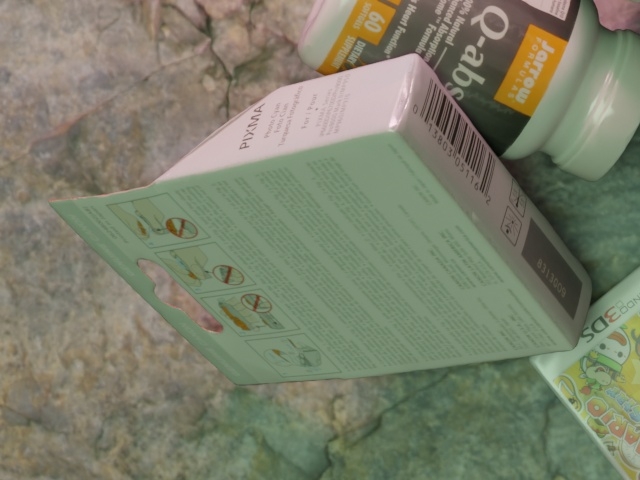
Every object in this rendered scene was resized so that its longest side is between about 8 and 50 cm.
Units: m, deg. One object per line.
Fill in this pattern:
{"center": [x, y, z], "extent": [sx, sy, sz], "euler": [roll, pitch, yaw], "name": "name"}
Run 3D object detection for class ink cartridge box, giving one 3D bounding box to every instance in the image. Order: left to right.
{"center": [0.000, 0.000, 1.728], "extent": [0.385, 0.091, 0.308], "euler": [-9, 138, 36], "name": "ink cartridge box"}

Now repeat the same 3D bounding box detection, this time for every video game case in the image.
{"center": [0.329, 0.129, 1.723], "extent": [0.206, 0.026, 0.227], "euler": [-42, 81, 22], "name": "video game case"}

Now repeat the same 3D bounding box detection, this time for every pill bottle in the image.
{"center": [0.135, -0.165, 1.652], "extent": [0.278, 0.162, 0.162], "euler": [25, 107, -6], "name": "pill bottle"}
